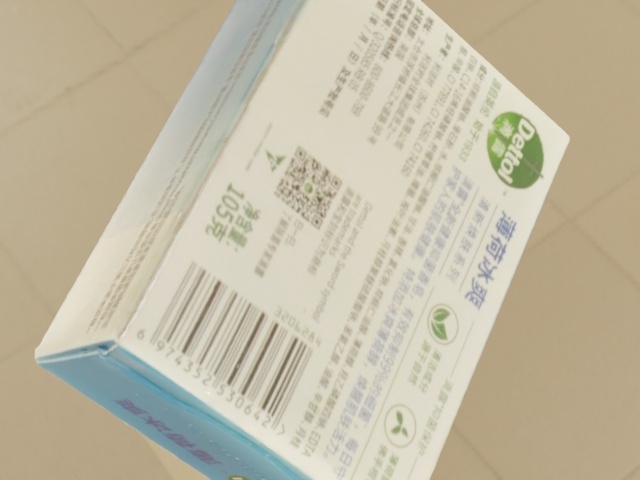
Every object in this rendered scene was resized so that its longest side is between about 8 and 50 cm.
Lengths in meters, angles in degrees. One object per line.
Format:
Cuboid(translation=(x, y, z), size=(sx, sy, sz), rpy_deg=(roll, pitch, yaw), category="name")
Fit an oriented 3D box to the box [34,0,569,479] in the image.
Cuboid(translation=(0.000, -0.001, 0.533), size=(0.139, 0.073, 0.194), rpy_deg=(39, 61, -24), category="box")
